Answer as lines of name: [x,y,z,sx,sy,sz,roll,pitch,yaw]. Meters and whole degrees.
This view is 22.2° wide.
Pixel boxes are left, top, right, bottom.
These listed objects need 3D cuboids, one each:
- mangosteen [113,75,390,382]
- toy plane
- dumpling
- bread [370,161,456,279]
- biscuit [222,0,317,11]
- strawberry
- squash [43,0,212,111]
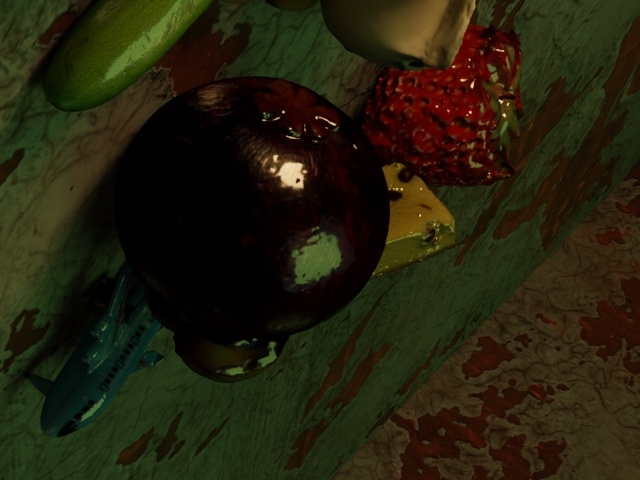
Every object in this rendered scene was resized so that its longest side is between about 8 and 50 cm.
mangosteen: [-0.080,-0.011,1.793,0.307,0.307,0.347,-33,152,-48]
toy plane: [-0.245,0.120,1.938,0.271,0.105,0.254,-45,159,-22]
dumpling: [0.113,-0.300,1.854,0.175,0.243,0.227,7,111,-62]
bread: [0.000,0.000,2.107,0.361,0.138,0.077,-20,141,-29]
biscuit: [-0.001,-0.371,1.716,0.290,0.062,0.237,-60,161,15]
strawberry: [0.161,-0.183,2.270,0.261,0.258,0.261,6,90,-70]
squash: [-0.153,-0.233,1.557,0.292,0.082,0.082,-49,162,-13]
